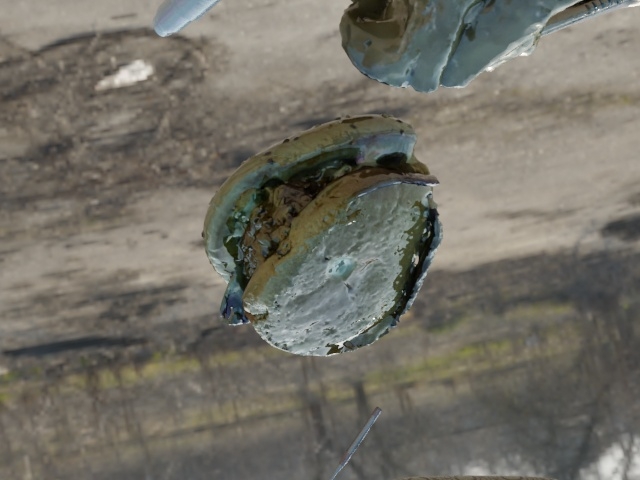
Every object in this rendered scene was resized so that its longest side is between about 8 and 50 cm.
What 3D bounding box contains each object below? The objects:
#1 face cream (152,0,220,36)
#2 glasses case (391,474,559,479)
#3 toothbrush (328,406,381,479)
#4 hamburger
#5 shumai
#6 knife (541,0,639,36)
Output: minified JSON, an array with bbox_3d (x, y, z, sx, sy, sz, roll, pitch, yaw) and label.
[{"bbox_3d":[-0.099,-0.204,0.943,0.034,0.034,0.130,-3,163,-39],"label":"face cream"},{"bbox_3d":[0.248,0.450,1.849,0.355,0.137,0.085,3,-166,-12],"label":"glasses case"},{"bbox_3d":[0.024,0.181,0.972,0.097,0.006,0.008,-57,159,6],"label":"toothbrush"},{"bbox_3d":[0.000,0.000,1.442,0.277,0.195,0.318,-6,139,-33],"label":"hamburger"},{"bbox_3d":[0.147,-0.257,1.068,0.314,0.262,0.267,18,179,41],"label":"shumai"},{"bbox_3d":[0.258,-0.257,1.347,0.365,0.043,0.089,-22,180,-23],"label":"knife"}]
